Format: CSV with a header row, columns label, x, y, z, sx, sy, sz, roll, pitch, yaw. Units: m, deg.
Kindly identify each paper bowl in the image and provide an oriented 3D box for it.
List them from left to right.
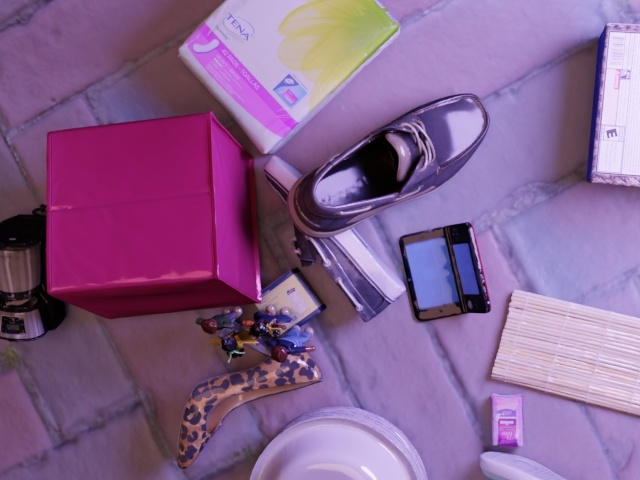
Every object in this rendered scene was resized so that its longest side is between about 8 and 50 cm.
label,x,y,z,sx,sy,sz,roll,pitch,yaw
paper bowl,0.024,0.414,1.779,0.284,0.148,0.284,1,95,10

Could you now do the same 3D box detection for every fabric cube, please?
label,x,y,z,sx,sy,sz,roll,pitch,yaw
fabric cube,-0.249,-0.031,1.724,0.258,0.254,0.259,-7,76,11

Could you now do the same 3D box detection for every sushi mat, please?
label,x,y,z,sx,sy,sz,roll,pitch,yaw
sushi mat,0.437,0.183,1.754,0.316,0.019,0.151,13,95,10

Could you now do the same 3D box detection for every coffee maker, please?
label,x,y,z,sx,sy,sz,roll,pitch,yaw
coffee maker,-0.475,0.057,1.860,0.120,0.171,0.178,15,118,31

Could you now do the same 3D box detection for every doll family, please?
label,x,y,z,sx,sy,sz,roll,pitch,yaw
doll family,-0.100,0.146,1.747,0.193,0.111,0.076,-5,97,19

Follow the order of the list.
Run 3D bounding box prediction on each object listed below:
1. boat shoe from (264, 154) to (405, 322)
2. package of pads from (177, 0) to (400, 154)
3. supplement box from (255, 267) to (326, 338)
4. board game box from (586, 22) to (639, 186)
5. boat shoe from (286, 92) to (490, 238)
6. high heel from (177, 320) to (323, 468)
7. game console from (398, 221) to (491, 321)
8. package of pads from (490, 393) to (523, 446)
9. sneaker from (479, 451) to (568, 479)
label,x,y,z,sx,sy,sz,roll,pitch,yaw
boat shoe,0.000,0.000,1.785,0.102,0.108,0.301,-42,92,8
package of pads,-0.053,-0.316,1.775,0.296,0.101,0.229,-42,87,9
supplement box,-0.051,0.102,1.819,0.083,0.056,0.083,-36,86,11
board game box,0.549,-0.187,1.650,0.291,0.141,0.232,6,94,10
boat shoe,0.119,-0.114,1.691,0.355,0.130,0.132,-33,91,-15
high heel,-0.118,0.276,1.819,0.186,0.093,0.261,23,88,15
game console,0.194,0.052,1.760,0.085,0.124,0.144,-13,91,-16
package of pads,0.295,0.283,1.778,0.050,0.032,0.083,-1,93,13
sneaker,0.343,0.438,1.748,0.256,0.094,0.151,26,100,9
